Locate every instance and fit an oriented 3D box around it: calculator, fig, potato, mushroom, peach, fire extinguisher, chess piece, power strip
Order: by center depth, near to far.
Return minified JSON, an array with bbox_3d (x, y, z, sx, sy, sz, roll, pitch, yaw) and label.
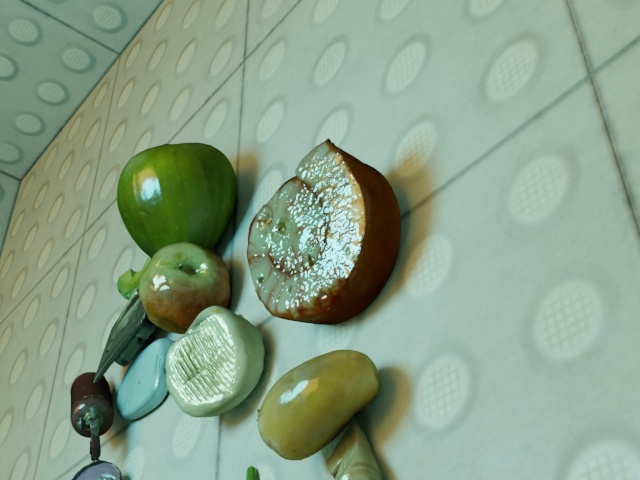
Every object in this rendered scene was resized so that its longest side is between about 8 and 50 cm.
[{"bbox_3d":[0.057,0.368,1.381,0.090,0.090,0.200,-56,19,13],"label":"chess piece"},{"bbox_3d":[-0.006,0.265,1.465,0.234,0.146,0.150,-48,11,20],"label":"potato"},{"bbox_3d":[-0.315,0.114,2.058,0.235,0.214,0.214,131,151,-55],"label":"peach"},{"bbox_3d":[-0.524,0.610,2.065,0.117,0.141,0.188,102,-170,-57],"label":"mushroom"},{"bbox_3d":[-0.347,-0.080,2.188,0.316,0.316,0.316,-38,38,38],"label":"fig"},{"bbox_3d":[-0.423,0.337,2.190,0.295,0.042,0.184,-37,39,39],"label":"calculator"},{"bbox_3d":[-0.571,0.442,2.233,0.337,0.106,0.147,-151,56,-73],"label":"fire extinguisher"},{"bbox_3d":[-0.481,0.231,2.320,0.257,0.092,0.251,-50,23,24],"label":"power strip"}]

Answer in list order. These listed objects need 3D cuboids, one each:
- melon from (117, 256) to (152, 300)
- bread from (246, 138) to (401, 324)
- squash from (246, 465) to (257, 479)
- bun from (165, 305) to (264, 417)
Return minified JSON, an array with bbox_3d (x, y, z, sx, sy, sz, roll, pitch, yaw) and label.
[{"bbox_3d":[-0.497,0.115,2.473,0.209,0.064,0.118,-34,36,38],"label":"melon"},{"bbox_3d":[-0.001,0.004,1.648,0.328,0.114,0.295,-43,54,31],"label":"bread"},{"bbox_3d":[-0.128,0.455,1.645,0.027,0.027,0.089,-40,34,35],"label":"squash"},{"bbox_3d":[-0.212,0.251,1.837,0.229,0.145,0.229,-6,73,21],"label":"bun"}]
